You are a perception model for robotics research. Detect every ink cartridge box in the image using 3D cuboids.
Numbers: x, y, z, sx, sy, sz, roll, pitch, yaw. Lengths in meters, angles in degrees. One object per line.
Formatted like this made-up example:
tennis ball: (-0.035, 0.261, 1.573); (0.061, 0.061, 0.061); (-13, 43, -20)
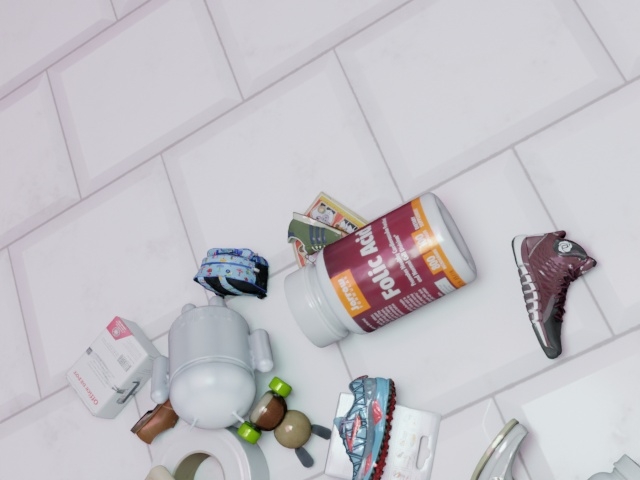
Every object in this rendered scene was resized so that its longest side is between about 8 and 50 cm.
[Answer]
ink cartridge box: (0.138, 0.456, 1.897); (0.232, 0.066, 0.189); (11, 79, 6)
ink cartridge box: (-0.536, 0.333, 2.207); (0.218, 0.092, 0.158); (-47, 62, 3)

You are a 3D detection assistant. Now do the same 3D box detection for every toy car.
toy car: (-0.072, 0.431, 1.965); (0.188, 0.149, 0.155); (34, 82, 3)

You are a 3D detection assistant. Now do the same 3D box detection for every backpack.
backpack: (-0.226, 0.076, 2.095); (0.158, 0.173, 0.117); (-1, 74, 25)

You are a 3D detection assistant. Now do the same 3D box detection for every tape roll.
tape roll: (-0.265, 0.576, 2.006); (0.286, 0.100, 0.286); (-7, 71, 22)

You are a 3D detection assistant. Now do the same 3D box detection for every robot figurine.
robot figurine: (-0.257, 0.295, 1.992); (0.300, 0.200, 0.353); (-20, 42, 5)

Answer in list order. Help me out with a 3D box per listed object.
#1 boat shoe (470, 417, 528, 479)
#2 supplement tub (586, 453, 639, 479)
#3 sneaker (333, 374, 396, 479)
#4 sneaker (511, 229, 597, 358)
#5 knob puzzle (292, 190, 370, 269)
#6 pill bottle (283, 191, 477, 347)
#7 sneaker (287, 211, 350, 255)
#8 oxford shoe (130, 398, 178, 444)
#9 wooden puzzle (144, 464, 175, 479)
boat shoe: (0.359, 0.514, 1.739); (0.103, 0.113, 0.302); (30, 99, 27)
supplement tub: (0.536, 0.577, 1.565); (0.228, 0.228, 0.316); (42, 95, 28)
sneaker: (0.087, 0.424, 1.845); (0.125, 0.104, 0.262); (6, 69, 18)
sneaker: (0.512, 0.100, 1.791); (0.162, 0.106, 0.281); (-16, 68, 16)
knob puzzle: (0.005, -0.006, 2.095); (0.213, 0.030, 0.213); (-7, 73, 23)
pill bottle: (0.129, 0.074, 1.904); (0.392, 0.224, 0.224); (-29, 65, 14)
sneaker: (0.000, 0.000, 2.047); (0.192, 0.064, 0.086); (23, 93, 29)
oxford shoe: (-0.377, 0.425, 2.132); (0.076, 0.076, 0.212); (44, 94, -2)
wooden puzzle: (-0.375, 0.675, 1.948); (0.221, 0.044, 0.239); (45, 111, 26)
